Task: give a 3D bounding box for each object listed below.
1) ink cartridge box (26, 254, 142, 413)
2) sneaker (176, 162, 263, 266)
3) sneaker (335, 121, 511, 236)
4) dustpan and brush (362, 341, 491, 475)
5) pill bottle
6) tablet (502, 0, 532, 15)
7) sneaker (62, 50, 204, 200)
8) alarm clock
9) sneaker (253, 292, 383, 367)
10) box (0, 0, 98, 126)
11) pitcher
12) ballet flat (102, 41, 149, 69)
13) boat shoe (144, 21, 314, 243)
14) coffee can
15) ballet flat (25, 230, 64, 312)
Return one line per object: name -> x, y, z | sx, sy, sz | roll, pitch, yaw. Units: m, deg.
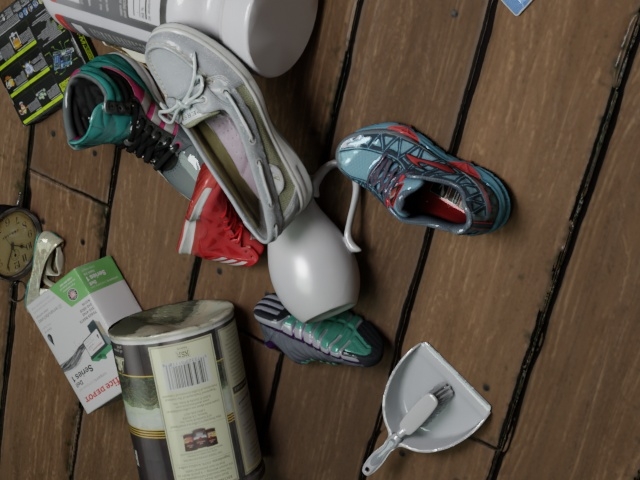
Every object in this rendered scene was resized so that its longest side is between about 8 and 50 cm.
ink cartridge box -> -0.376, 0.162, 1.985 | 0.160, 0.092, 0.219 | -34, 84, 36
sneaker -> -0.135, -0.036, 1.747 | 0.128, 0.087, 0.221 | 17, 151, -7
sneaker -> 0.121, -0.082, 1.564 | 0.261, 0.125, 0.104 | 23, 116, 26
dustpan and brush -> 0.131, 0.270, 1.706 | 0.147, 0.060, 0.211 | 45, 123, 14
pill bottle -> -0.199, -0.355, 1.640 | 0.362, 0.210, 0.210 | 21, 115, 26
tablet -> 0.240, -0.332, 1.483 | 0.083, 0.006, 0.054 | 51, 125, 11
sneaker -> -0.286, -0.161, 1.774 | 0.295, 0.178, 0.124 | 49, 125, 10
alarm clock -> -0.545, 0.021, 2.033 | 0.064, 0.129, 0.192 | 7, 117, 32
sneaker -> 0.003, 0.154, 1.760 | 0.223, 0.083, 0.098 | 22, 136, 31
box -> -0.460, -0.310, 1.927 | 0.190, 0.045, 0.184 | -27, 91, 35
pitcher -> 0.000, 0.000, 1.684 | 0.177, 0.125, 0.207 | -25, 79, 21
ballet flat -> -0.294, -0.315, 1.800 | 0.206, 0.067, 0.073 | 28, 119, 24
boat shoe -> -0.130, -0.144, 1.558 | 0.118, 0.103, 0.320 | -12, 120, 43
coffee can -> -0.208, 0.251, 1.837 | 0.201, 0.201, 0.276 | -3, 102, 34
ballet flat -> -0.482, 0.065, 2.050 | 0.052, 0.057, 0.168 | 20, 115, 16
